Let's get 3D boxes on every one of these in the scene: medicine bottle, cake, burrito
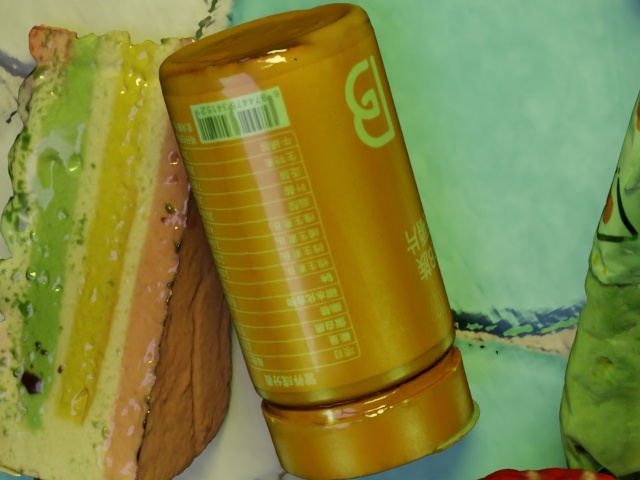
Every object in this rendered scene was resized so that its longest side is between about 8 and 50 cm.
[{"bbox_3d":[0.000,0.000,0.847,0.096,0.096,0.191,-7,107,34],"label":"medicine bottle"},{"bbox_3d":[-0.096,0.007,0.947,0.109,0.090,0.225,14,100,29],"label":"cake"},{"bbox_3d":[0.160,0.003,0.752,0.104,0.054,0.288,13,131,3],"label":"burrito"}]

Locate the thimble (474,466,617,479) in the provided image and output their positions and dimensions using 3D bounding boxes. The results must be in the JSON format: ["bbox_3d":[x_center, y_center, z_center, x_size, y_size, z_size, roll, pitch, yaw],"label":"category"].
[{"bbox_3d":[0.097,0.198,0.832,0.163,0.125,0.189,17,141,33],"label":"thimble"}]
